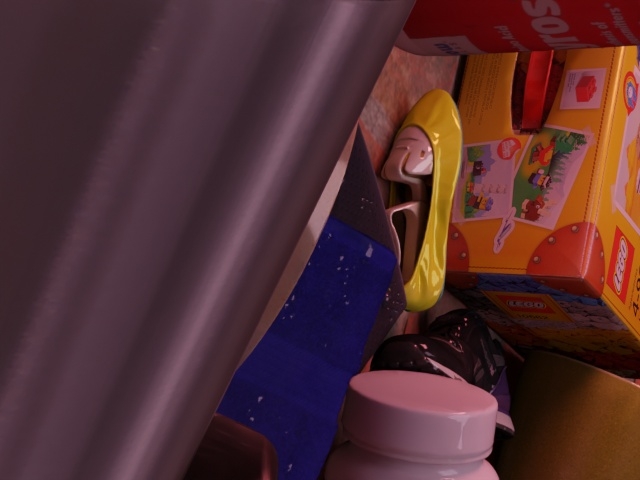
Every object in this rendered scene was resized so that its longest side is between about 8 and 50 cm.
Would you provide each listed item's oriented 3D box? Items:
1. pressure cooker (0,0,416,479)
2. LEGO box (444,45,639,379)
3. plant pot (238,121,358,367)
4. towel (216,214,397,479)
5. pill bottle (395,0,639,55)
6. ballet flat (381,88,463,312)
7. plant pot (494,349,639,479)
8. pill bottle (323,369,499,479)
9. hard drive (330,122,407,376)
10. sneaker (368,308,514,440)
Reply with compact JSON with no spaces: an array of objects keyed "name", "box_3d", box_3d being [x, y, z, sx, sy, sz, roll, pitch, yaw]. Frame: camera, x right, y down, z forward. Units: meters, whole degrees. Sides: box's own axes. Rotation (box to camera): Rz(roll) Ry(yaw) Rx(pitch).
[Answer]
[{"name":"pressure cooker","box_3d":[-0.197,-0.032,0.505,0.375,0.370,0.421,0,123,-49]},{"name":"LEGO box","box_3d":[0.324,-0.125,1.553,0.372,0.193,0.500,38,60,-52]},{"name":"plant pot","box_3d":[-0.129,-0.058,0.804,0.190,0.284,0.284,24,68,-23]},{"name":"towel","box_3d":[-0.070,0.108,1.016,0.227,0.076,0.308,31,76,-45]},{"name":"pill bottle","box_3d":[0.164,-0.272,1.088,0.229,0.407,0.229,-4,95,-57]},{"name":"ballet flat","box_3d":[0.095,-0.043,1.311,0.077,0.077,0.231,6,88,-41]},{"name":"plant pot","box_3d":[0.306,0.321,1.525,0.275,0.274,0.294,38,77,-52]},{"name":"pill bottle","box_3d":[0.076,0.271,1.175,0.161,0.161,0.283,-7,106,-58]},{"name":"hard drive","box_3d":[0.000,0.000,1.172,0.172,0.054,0.255,-51,133,-43]},{"name":"sneaker","box_3d":[0.123,0.122,1.353,0.283,0.107,0.124,42,47,-59]}]
